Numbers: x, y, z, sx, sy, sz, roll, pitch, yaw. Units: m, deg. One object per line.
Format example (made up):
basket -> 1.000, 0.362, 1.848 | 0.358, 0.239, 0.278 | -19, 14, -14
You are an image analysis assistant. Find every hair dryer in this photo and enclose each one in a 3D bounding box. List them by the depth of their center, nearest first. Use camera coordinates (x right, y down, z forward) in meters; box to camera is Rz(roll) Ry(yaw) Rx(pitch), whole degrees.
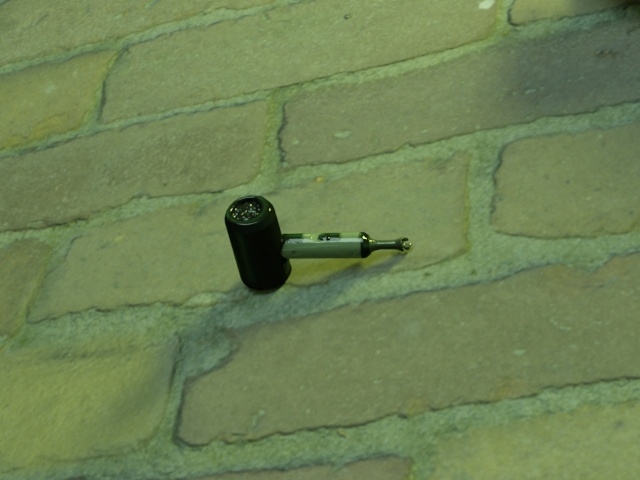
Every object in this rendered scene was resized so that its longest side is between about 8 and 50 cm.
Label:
hair dryer -> 0.000, 0.000, 1.800 | 0.197, 0.100, 0.057 | -1, 46, 10
